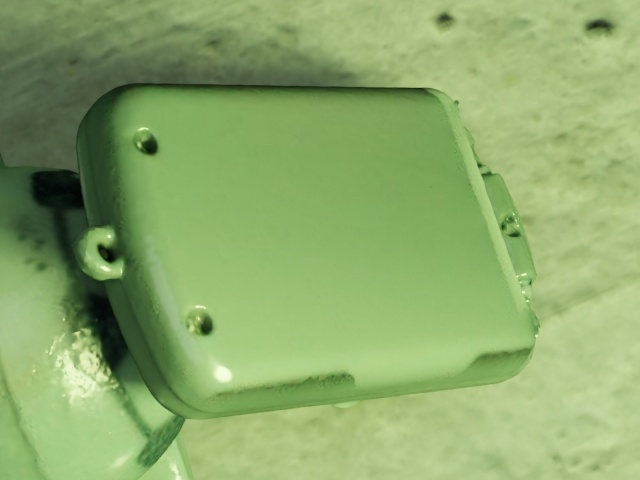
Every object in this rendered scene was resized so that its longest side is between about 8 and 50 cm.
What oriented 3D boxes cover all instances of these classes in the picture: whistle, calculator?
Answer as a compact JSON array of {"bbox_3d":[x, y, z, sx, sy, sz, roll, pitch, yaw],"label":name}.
[{"bbox_3d":[-0.113,0.075,0.812,0.163,0.163,0.289,-18,72,-2],"label":"whistle"},{"bbox_3d":[0.000,0.000,0.812,0.246,0.045,0.141,-4,68,-43],"label":"calculator"}]
